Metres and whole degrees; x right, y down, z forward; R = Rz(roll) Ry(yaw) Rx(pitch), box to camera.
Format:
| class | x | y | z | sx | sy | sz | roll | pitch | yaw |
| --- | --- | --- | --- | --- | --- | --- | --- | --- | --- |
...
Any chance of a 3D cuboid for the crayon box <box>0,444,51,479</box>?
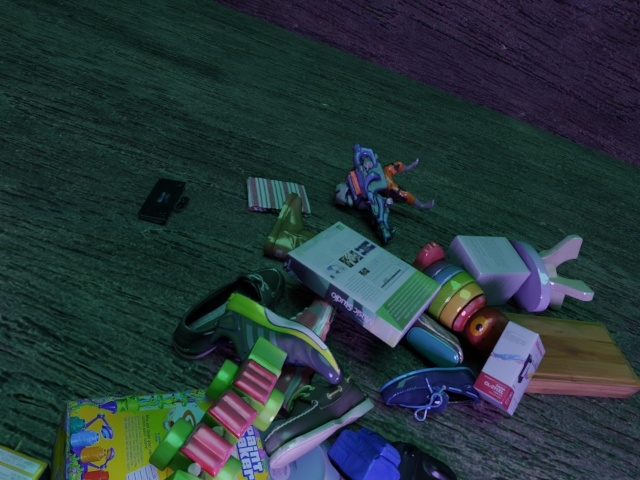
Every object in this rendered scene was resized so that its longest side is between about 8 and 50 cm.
| class | x | y | z | sx | sy | sz | roll | pitch | yaw |
| --- | --- | --- | --- | --- | --- | --- | --- | --- | --- |
| crayon box | -0.557 | 0.427 | 0.593 | 0.202 | 0.083 | 0.323 | 22 | 41 | 0 |

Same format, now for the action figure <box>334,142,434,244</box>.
| class | x | y | z | sx | sy | sz | roll | pitch | yaw |
| --- | --- | --- | --- | --- | --- | --- | --- | --- | --- |
| action figure | 0.200 | -0.138 | 1.491 | 0.329 | 0.178 | 0.342 | -3 | 74 | -16 |

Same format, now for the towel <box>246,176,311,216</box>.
| class | x | y | z | sx | sy | sz | roll | pitch | yaw |
| --- | --- | --- | --- | --- | --- | --- | --- | --- | --- |
| towel | -0.131 | -0.135 | 1.407 | 0.196 | 0.029 | 0.144 | 7 | 44 | -20 |

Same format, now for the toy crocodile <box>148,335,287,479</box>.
| class | x | y | z | sx | sy | sz | roll | pitch | yaw |
| --- | --- | --- | --- | --- | --- | --- | --- | --- | --- |
| toy crocodile | -0.132 | 0.257 | 0.654 | 0.115 | 0.105 | 0.340 | 36 | 32 | 2 |

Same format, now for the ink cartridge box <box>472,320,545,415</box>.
| class | x | y | z | sx | sy | sz | roll | pitch | yaw |
| --- | --- | --- | --- | --- | --- | --- | --- | --- | --- |
| ink cartridge box | 0.434 | 0.291 | 1.029 | 0.072 | 0.127 | 0.175 | 24 | 76 | 42 |

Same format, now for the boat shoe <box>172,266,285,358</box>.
| class | x | y | z | sx | sy | sz | roll | pitch | yaw |
| --- | --- | --- | --- | --- | --- | --- | --- | --- | --- |
| boat shoe | -0.189 | 0.143 | 1.034 | 0.112 | 0.096 | 0.335 | 37 | 44 | 17 |

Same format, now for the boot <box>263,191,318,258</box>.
| class | x | y | z | sx | sy | sz | roll | pitch | yaw |
| --- | --- | --- | --- | --- | --- | --- | --- | --- | --- |
| boot | 0.000 | 0.000 | 1.273 | 0.269 | 0.089 | 0.236 | 20 | 56 | 0 |

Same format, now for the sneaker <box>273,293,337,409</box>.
| class | x | y | z | sx | sy | sz | roll | pitch | yaw |
| --- | --- | --- | --- | --- | --- | --- | --- | --- | --- |
| sneaker | -0.056 | 0.213 | 1.002 | 0.136 | 0.116 | 0.314 | 22 | 41 | 3 |

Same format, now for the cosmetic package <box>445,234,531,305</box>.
| class | x | y | z | sx | sy | sz | roll | pitch | yaw |
| --- | --- | --- | --- | --- | --- | --- | --- | --- | --- |
| cosmetic package | 0.470 | 0.090 | 1.320 | 0.183 | 0.151 | 0.152 | 2 | 45 | -22 |

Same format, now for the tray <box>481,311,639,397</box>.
| class | x | y | z | sx | sy | sz | roll | pitch | yaw |
| --- | --- | --- | --- | --- | --- | --- | --- | --- | --- |
| tray | 0.635 | 0.306 | 1.220 | 0.410 | 0.076 | 0.203 | 7 | 43 | -14 |

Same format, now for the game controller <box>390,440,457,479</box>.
| class | x | y | z | sx | sy | sz | roll | pitch | yaw |
| --- | --- | --- | --- | --- | --- | --- | --- | --- | --- |
| game controller | 0.166 | 0.532 | 0.810 | 0.166 | 0.067 | 0.319 | 35 | 42 | -6 |

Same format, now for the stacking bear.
| class | x | y | z | sx | sy | sz | roll | pitch | yaw |
| --- | --- | --- | --- | --- | --- | --- | --- | --- | --- |
| stacking bear | 0.359 | 0.164 | 1.170 | 0.289 | 0.175 | 0.164 | 45 | 11 | 34 |

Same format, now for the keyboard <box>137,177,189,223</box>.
| class | x | y | z | sx | sy | sz | roll | pitch | yaw |
| --- | --- | --- | --- | --- | --- | --- | --- | --- | --- |
| keyboard | -0.427 | -0.111 | 1.262 | 0.108 | 0.023 | 0.180 | 10 | 43 | -3 |

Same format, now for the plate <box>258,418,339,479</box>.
| class | x | y | z | sx | sy | sz | roll | pitch | yaw |
| --- | --- | --- | --- | --- | --- | --- | --- | --- | --- |
| plate | -0.051 | 0.425 | 0.848 | 0.188 | 0.024 | 0.188 | 12 | 43 | -11 |

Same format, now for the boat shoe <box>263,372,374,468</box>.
| class | x | y | z | sx | sy | sz | roll | pitch | yaw |
| --- | --- | --- | --- | --- | --- | --- | --- | --- | --- |
| boat shoe | -0.007 | 0.319 | 0.834 | 0.097 | 0.116 | 0.324 | 55 | 22 | 22 |

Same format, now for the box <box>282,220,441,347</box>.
| class | x | y | z | sx | sy | sz | roll | pitch | yaw |
| --- | --- | --- | --- | --- | --- | --- | --- | --- | --- |
| box | 0.103 | 0.089 | 1.087 | 0.321 | 0.059 | 0.232 | 32 | 38 | 22 |

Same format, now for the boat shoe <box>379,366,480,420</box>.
| class | x | y | z | sx | sy | sz | roll | pitch | yaw |
| --- | --- | --- | --- | --- | --- | --- | --- | --- | --- |
| boat shoe | 0.259 | 0.339 | 1.007 | 0.258 | 0.109 | 0.089 | -2 | 50 | -22 |

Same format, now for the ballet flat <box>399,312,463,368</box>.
| class | x | y | z | sx | sy | sz | roll | pitch | yaw |
| --- | --- | --- | --- | --- | --- | --- | --- | --- | --- |
| ballet flat | 0.223 | 0.208 | 1.151 | 0.316 | 0.108 | 0.106 | 40 | 24 | 12 |

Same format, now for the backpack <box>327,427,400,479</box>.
| class | x | y | z | sx | sy | sz | roll | pitch | yaw |
| --- | --- | --- | --- | --- | --- | --- | --- | --- | --- |
| backpack | 0.082 | 0.408 | 0.842 | 0.101 | 0.120 | 0.098 | -49 | 118 | -22 |

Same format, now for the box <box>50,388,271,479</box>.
| class | x | y | z | sx | sy | sz | roll | pitch | yaw |
| --- | --- | --- | --- | --- | --- | --- | --- | --- | --- |
| box | -0.227 | 0.393 | 0.654 | 0.279 | 0.177 | 0.290 | 8 | 41 | -34 |

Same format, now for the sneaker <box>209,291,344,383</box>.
| class | x | y | z | sx | sy | sz | roll | pitch | yaw |
| --- | --- | --- | --- | --- | --- | --- | --- | --- | --- |
| sneaker | -0.089 | 0.215 | 0.888 | 0.299 | 0.111 | 0.121 | 20 | 66 | 29 |

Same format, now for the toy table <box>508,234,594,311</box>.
| class | x | y | z | sx | sy | sz | roll | pitch | yaw |
| --- | --- | --- | --- | --- | --- | --- | --- | --- | --- |
| toy table | 0.666 | 0.103 | 1.342 | 0.160 | 0.252 | 0.274 | 0 | 39 | -3 |
